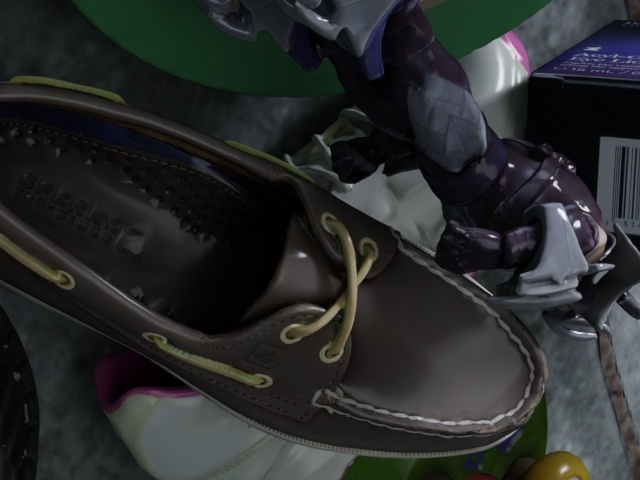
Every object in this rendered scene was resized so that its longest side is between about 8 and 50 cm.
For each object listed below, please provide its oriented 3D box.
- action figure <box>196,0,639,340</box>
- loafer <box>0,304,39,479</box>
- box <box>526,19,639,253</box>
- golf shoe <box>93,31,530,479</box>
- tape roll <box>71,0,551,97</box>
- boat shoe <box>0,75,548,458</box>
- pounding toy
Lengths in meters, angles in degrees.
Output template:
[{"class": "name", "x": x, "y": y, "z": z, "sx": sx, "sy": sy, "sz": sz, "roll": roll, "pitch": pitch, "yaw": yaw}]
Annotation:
[{"class": "action figure", "x": 0.049, "y": -0.050, "z": 0.864, "sx": 0.099, "sy": 0.185, "sz": 0.285, "roll": -45, "pitch": 119, "yaw": -8}, {"class": "loafer", "x": -0.265, "y": 0.035, "z": 0.805, "sx": 0.366, "sy": 0.130, "sz": 0.133, "roll": 39, "pitch": 48, "yaw": -40}, {"class": "box", "x": 0.208, "y": -0.051, "z": 1.058, "sx": 0.207, "sy": 0.153, "sz": 0.108, "roll": -37, "pitch": 130, "yaw": -66}, {"class": "golf shoe", "x": 0.000, "y": 0.000, "z": 0.994, "sx": 0.140, "sy": 0.115, "sz": 0.306, "roll": 36, "pitch": 79, "yaw": -35}, {"class": "tape roll", "x": 0.013, "y": -0.212, "z": 0.867, "sx": 0.321, "sy": 0.077, "sz": 0.321, "roll": -13, "pitch": 135, "yaw": -13}, {"class": "boat shoe", "x": -0.033, "y": 0.016, "z": 0.892, "sx": 0.324, "sy": 0.097, "sz": 0.116, "roll": 25, "pitch": 78, "yaw": -11}, {"class": "pounding toy", "x": 0.091, "y": 0.158, "z": 1.090, "sx": 0.183, "sy": 0.110, "sz": 0.237, "roll": -35, "pitch": 129, "yaw": -25}]
